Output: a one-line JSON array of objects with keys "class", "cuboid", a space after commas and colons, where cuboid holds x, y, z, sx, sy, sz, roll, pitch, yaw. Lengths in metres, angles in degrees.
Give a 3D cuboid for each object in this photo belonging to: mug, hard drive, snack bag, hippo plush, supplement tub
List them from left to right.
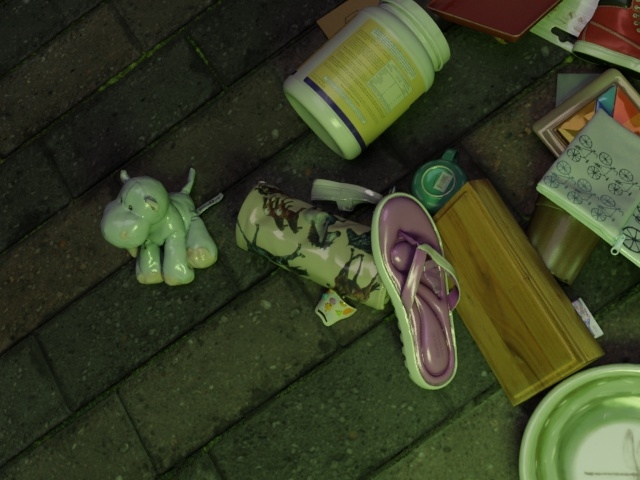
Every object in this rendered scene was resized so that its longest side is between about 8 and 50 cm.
[{"class": "hippo plush", "cuboid": [-0.367, -0.039, 1.616, 0.234, 0.236, 0.294, 40, 86, 23]}, {"class": "supplement tub", "cuboid": [0.106, -0.376, 1.594, 0.331, 0.241, 0.241, -43, 67, -1]}, {"class": "mug", "cuboid": [0.262, -0.126, 1.548, 0.130, 0.097, 0.157, -18, 69, 9]}, {"class": "hard drive", "cuboid": [0.599, -0.329, 1.562, 0.135, 0.022, 0.094, 4, 74, 16]}, {"class": "snack bag", "cuboid": [0.620, -0.083, 1.353, 0.342, 0.037, 0.323, 41, 54, 10]}]

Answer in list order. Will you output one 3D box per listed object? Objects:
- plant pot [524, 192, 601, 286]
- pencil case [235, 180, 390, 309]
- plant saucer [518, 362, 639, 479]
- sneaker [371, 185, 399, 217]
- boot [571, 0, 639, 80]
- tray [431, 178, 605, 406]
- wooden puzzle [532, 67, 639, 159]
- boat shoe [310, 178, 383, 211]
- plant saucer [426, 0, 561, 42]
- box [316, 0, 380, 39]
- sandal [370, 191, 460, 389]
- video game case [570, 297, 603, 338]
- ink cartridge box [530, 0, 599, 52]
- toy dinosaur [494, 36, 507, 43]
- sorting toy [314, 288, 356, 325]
[{"class": "plant pot", "cuboid": [0.489, -0.004, 1.422, 0.167, 0.167, 0.165, 26, 88, 21]}, {"class": "pencil case", "cuboid": [0.000, 0.000, 1.548, 0.410, 0.160, 0.183, 23, 65, 20]}, {"class": "plant saucer", "cuboid": [0.573, 0.433, 1.286, 0.401, 0.100, 0.400, -4, 71, 13]}, {"class": "sneaker", "cuboid": [0.144, -0.065, 1.588, 0.058, 0.052, 0.135, 8, 73, 25]}, {"class": "boot", "cuboid": [0.701, -0.448, 1.515, 0.244, 0.088, 0.176, 31, 99, 22]}, {"class": "tray", "cuboid": [0.360, 0.101, 1.400, 0.410, 0.076, 0.203, 61, 139, 22]}, {"class": "wooden puzzle", "cuboid": [0.614, -0.226, 1.497, 0.221, 0.044, 0.238, -37, 75, 5]}, {"class": "boat shoe", "cuboid": [0.056, -0.098, 1.609, 0.184, 0.066, 0.063, 13, 87, 25]}, {"class": "plant saucer", "cuboid": [0.426, -0.558, 1.616, 0.259, 0.047, 0.258, -42, 52, -20]}, {"class": "box", "cuboid": [0.107, -0.528, 1.760, 0.164, 0.021, 0.201, -33, 67, 3]}, {"class": "sandal", "cuboid": [0.219, 0.099, 1.397, 0.169, 0.102, 0.416, -23, 103, -33]}, {"class": "video game case", "cuboid": [0.503, 0.183, 1.432, 0.122, 0.011, 0.087, -28, 68, 5]}, {"class": "ink cartridge box", "cuboid": [0.624, -0.551, 1.623, 0.189, 0.066, 0.232, 37, 106, 22]}, {"class": "toy dinosaur", "cuboid": [0.421, -0.525, 1.663, 0.212, 0.064, 0.112, -10, 50, 7]}, {"class": "sorting toy", "cuboid": [0.024, 0.150, 1.563, 0.075, 0.045, 0.083, -48, 66, 18]}]
